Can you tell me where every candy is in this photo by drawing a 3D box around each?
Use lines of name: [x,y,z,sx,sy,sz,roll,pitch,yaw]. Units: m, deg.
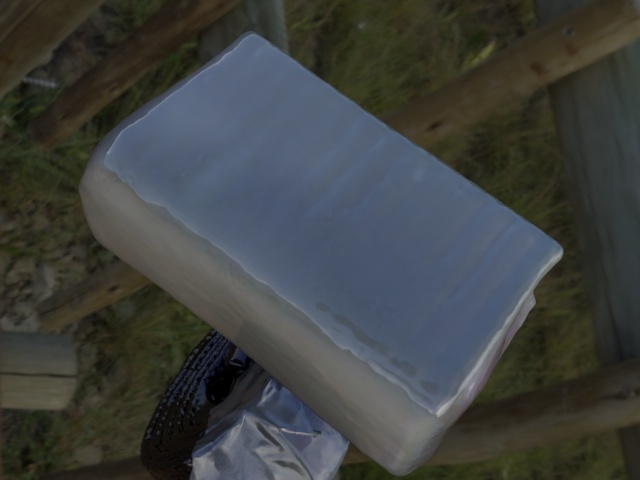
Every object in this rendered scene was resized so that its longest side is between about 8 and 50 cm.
candy: [-0.001,0.001,0.923,0.358,0.145,0.208,37,68,14]

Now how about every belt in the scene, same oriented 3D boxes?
belt: [-0.052,0.174,1.114,0.164,0.184,0.289,56,34,-19]
